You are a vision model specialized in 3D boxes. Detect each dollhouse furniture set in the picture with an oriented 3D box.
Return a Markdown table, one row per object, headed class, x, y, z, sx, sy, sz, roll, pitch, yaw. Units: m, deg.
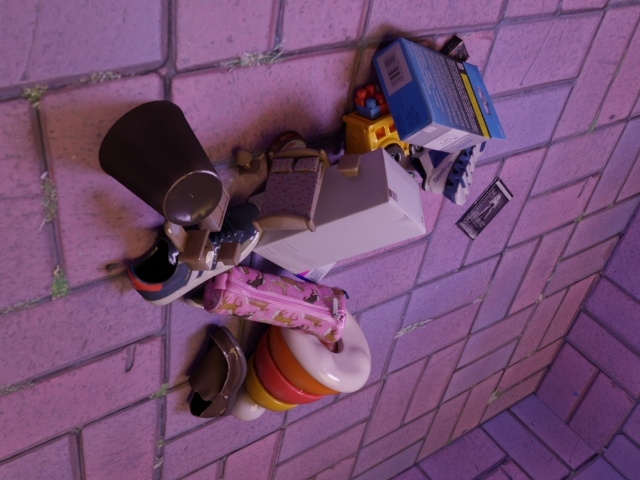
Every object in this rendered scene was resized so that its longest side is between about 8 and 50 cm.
| class | x | y | z | sx | sy | sz | roll | pitch | yaw |
| --- | --- | --- | --- | --- | --- | --- | --- | --- | --- |
| dollhouse furniture set | -0.119 | -0.101 | 1.499 | 0.173 | 0.356 | 0.303 | 65 | 30 | -50 |

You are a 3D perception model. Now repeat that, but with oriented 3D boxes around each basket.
| class | x | y | z | sx | sy | sz | roll | pitch | yaw |
| --- | --- | --- | --- | --- | --- | --- | --- | --- | --- |
| basket | -0.302 | -0.144 | 1.390 | 0.204 | 0.227 | 0.154 | -41 | 145 | -6 |

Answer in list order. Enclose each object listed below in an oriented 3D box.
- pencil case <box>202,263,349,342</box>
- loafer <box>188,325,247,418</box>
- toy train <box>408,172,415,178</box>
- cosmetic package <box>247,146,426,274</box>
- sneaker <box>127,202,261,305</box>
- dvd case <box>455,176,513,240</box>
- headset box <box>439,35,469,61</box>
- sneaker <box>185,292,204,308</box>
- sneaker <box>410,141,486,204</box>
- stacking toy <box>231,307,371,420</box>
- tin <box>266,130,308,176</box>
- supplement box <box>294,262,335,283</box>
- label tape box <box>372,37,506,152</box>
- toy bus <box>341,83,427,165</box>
| class | x | y | z | sx | sy | sz | roll | pitch | yaw |
| --- | --- | --- | --- | --- | --- | --- | --- | --- | --- |
| pencil case | -0.116 | 0.155 | 1.828 | 0.386 | 0.160 | 0.167 | 18 | 131 | -25 |
| loafer | -0.305 | 0.401 | 2.015 | 0.130 | 0.134 | 0.365 | -18 | 136 | -34 |
| toy train | 0.253 | -0.191 | 2.086 | 0.083 | 0.017 | 0.023 | -3 | 117 | -44 |
| cosmetic package | 0.037 | -0.061 | 1.715 | 0.385 | 0.156 | 0.217 | -19 | 152 | 23 |
| sneaker | -0.291 | 0.013 | 1.636 | 0.350 | 0.131 | 0.148 | -38 | 147 | -6 |
| dvd case | 0.586 | -0.110 | 2.502 | 0.221 | 0.018 | 0.165 | -49 | 144 | 7 |
| headset box | 0.356 | -0.497 | 1.867 | 0.062 | 0.032 | 0.083 | -45 | 146 | 0 |
| sneaker | -0.289 | 0.146 | 1.861 | 0.158 | 0.061 | 0.064 | 4 | 96 | -48 |
| sneaker | 0.367 | -0.259 | 2.044 | 0.315 | 0.182 | 0.127 | -66 | 154 | -23 |
| stacking toy | -0.116 | 0.396 | 2.138 | 0.480 | 0.350 | 0.351 | -40 | 150 | 28 |
| tin | -0.078 | -0.185 | 1.742 | 0.106 | 0.040 | 0.189 | -32 | 143 | -25 |
| supplement box | 0.000 | 0.000 | 1.940 | 0.220 | 0.114 | 0.111 | -48 | 144 | 7 |
| label tape box | 0.303 | -0.350 | 1.767 | 0.334 | 0.240 | 0.106 | 3 | 154 | -46 |
| toy bus | 0.164 | -0.303 | 1.796 | 0.220 | 0.149 | 0.211 | -28 | 126 | -26 |
